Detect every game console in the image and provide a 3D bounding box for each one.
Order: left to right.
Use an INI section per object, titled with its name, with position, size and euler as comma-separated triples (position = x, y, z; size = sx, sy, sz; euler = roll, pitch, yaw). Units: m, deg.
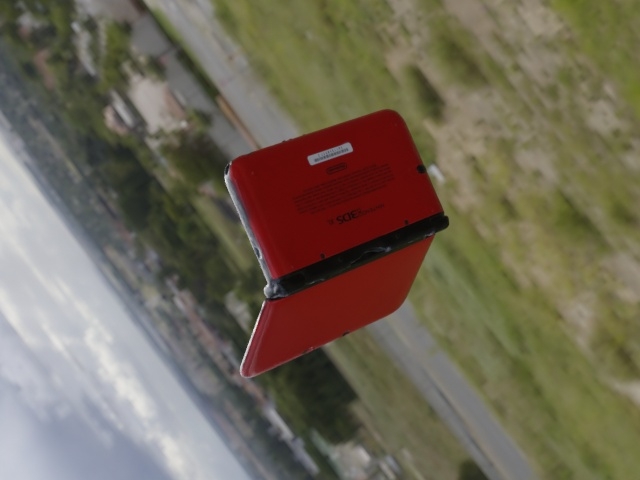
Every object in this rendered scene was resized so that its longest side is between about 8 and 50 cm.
[game console]
position = 0.000, 0.000, 0.859
size = 0.085, 0.144, 0.124
euler = -26, 86, 52
